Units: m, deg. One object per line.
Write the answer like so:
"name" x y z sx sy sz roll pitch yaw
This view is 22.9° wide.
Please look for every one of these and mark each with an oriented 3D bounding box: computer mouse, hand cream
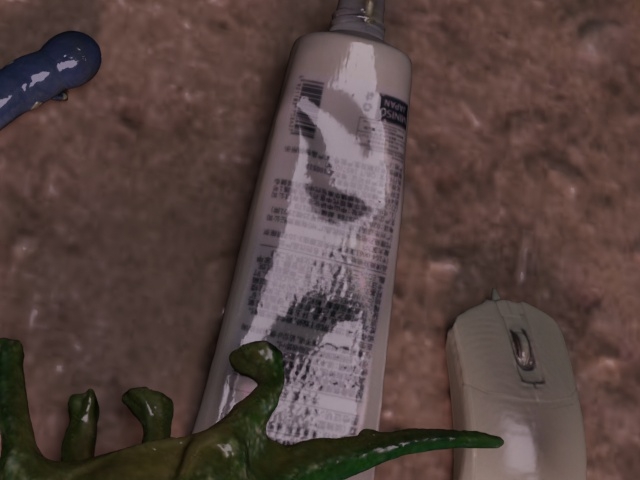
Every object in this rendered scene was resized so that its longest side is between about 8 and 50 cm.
"computer mouse" 0.128 0.114 1.017 0.089 0.056 0.181 4 72 -24
"hand cream" 0.000 0.000 1.009 0.124 0.078 0.340 14 77 -16

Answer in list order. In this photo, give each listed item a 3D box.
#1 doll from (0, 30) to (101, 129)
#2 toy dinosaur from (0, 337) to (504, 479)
"doll" -0.190 -0.092 0.981 0.125 0.027 0.037 -34 86 -22
"toy dinosaur" -0.106 0.190 0.829 0.447 0.087 0.300 0 48 -5
